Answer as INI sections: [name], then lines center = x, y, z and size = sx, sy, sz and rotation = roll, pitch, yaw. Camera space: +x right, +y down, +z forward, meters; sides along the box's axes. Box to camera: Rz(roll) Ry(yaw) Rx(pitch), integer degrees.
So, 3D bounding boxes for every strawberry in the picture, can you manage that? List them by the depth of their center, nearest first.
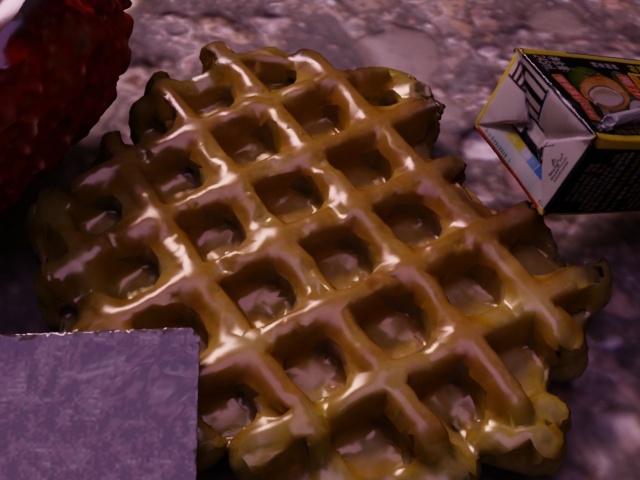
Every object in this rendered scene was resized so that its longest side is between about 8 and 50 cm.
[strawberry]
center = -0.167, -0.054, 0.402
size = 0.175, 0.098, 0.228
rotation = -9, 52, 22

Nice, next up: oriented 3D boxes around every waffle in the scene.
[waffle]
center = 0.000, -0.001, 0.408
size = 0.291, 0.051, 0.291
rotation = 1, 52, -1

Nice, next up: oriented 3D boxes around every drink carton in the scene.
[drink carton]
center = 0.168, -0.055, 0.432
size = 0.166, 0.056, 0.071
rotation = -4, 50, -29

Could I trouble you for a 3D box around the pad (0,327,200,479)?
[pad]
center = -0.119, 0.139, 0.279
size = 0.158, 0.003, 0.234
rotation = -2, 61, -5
